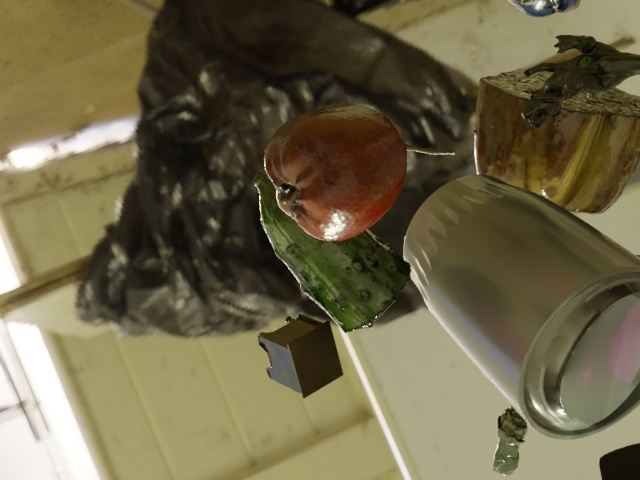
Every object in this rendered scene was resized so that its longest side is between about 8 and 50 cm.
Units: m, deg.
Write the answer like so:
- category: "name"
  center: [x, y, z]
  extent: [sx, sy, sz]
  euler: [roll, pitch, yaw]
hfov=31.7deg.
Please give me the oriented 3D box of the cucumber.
- category: "cucumber"
  center: [0.001, 0.000, 1.489]
  extent: [0.134, 0.244, 0.134]
  euler: [-45, -172, 8]

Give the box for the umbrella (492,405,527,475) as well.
- category: "umbrella"
  center: [0.347, 0.358, 2.049]
  extent: [0.062, 0.143, 0.067]
  euler: [19, -169, 41]

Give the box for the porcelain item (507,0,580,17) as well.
- category: "porcelain item"
  center: [0.305, -0.464, 1.798]
  extent: [0.138, 0.288, 0.186]
  euler: [-49, 160, 13]

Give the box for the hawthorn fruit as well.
- category: "hawthorn fruit"
  center: [0.042, -0.094, 1.316]
  extent: [0.204, 0.162, 0.163]
  euler: [-28, 177, -27]

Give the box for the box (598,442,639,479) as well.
- category: "box"
  center: [0.499, 0.391, 1.790]
  extent: [0.027, 0.125, 0.126]
  euler: [10, 152, -28]

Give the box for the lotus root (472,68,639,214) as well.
- category: "lotus root"
  center: [0.411, -0.154, 1.917]
  extent: [0.316, 0.249, 0.316]
  euler: [9, -169, -2]

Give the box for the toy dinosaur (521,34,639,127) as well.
- category: "toy dinosaur"
  center: [0.360, -0.207, 1.464]
  extent: [0.179, 0.087, 0.187]
  euler: [3, 168, -37]

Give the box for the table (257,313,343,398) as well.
- category: "table"
  center: [-0.029, 0.150, 1.512]
  extent: [0.070, 0.083, 0.082]
  euler: [-28, -154, -30]

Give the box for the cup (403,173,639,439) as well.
- category: "cup"
  center: [0.289, 0.073, 1.533]
  extent: [0.253, 0.253, 0.371]
  euler: [-22, -145, -15]

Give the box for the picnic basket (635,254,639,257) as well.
- category: "picnic basket"
  center: [0.483, 0.157, 1.951]
  extent: [0.139, 0.266, 0.165]
  euler: [-1, 164, -34]
